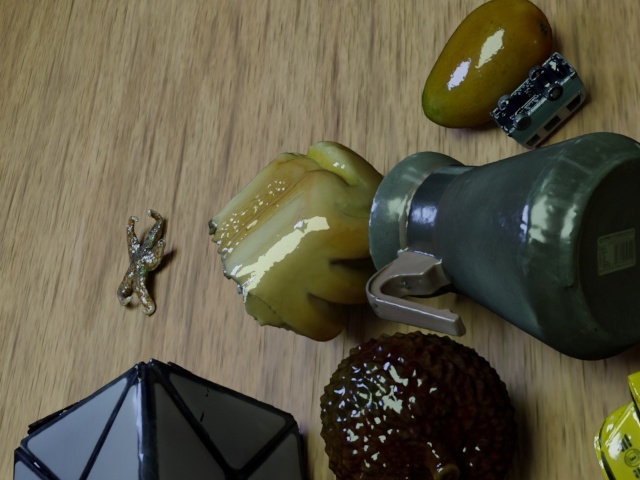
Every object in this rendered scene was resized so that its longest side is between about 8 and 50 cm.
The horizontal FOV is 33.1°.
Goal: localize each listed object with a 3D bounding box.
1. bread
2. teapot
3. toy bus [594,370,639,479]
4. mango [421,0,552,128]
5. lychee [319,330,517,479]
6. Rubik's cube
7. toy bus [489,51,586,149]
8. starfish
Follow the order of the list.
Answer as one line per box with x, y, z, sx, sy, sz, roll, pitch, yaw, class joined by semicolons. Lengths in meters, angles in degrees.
0.000;0.000;1.540;0.270;0.211;0.316;-42;28;3;bread
0.223;0.010;1.280;0.300;0.253;0.344;-36;24;-27;teapot
0.417;0.158;1.049;0.330;0.152;0.144;-34;46;16;toy bus
0.236;-0.246;1.538;0.221;0.120;0.151;-51;37;17;mango
0.110;0.215;1.282;0.236;0.236;0.271;-56;23;1;lychee
-0.211;0.378;1.442;0.307;0.305;0.310;-33;48;30;Rubik's cube
0.302;-0.185;1.463;0.123;0.075;0.060;-43;42;15;toy bus
-0.320;0.046;1.968;0.150;0.053;0.210;-44;44;34;starfish
